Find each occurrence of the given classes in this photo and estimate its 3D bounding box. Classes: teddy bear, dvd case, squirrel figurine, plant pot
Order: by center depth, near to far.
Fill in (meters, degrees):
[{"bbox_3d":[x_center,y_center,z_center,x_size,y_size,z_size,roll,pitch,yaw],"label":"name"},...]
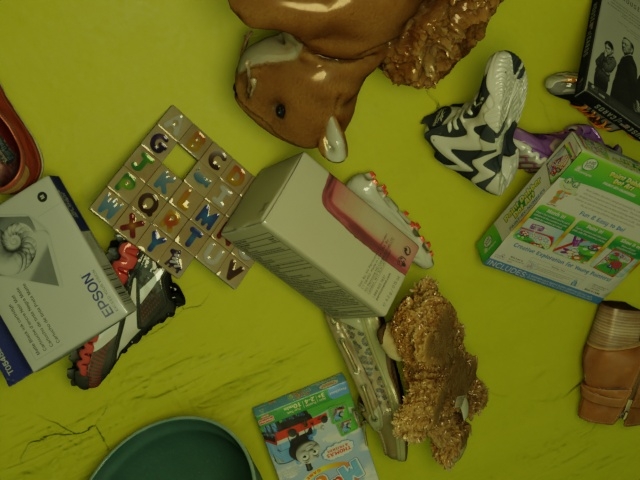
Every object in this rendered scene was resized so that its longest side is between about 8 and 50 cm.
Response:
[{"bbox_3d":[0.066,-0.288,1.018,0.397,0.281,0.370,1,122,-22],"label":"squirrel figurine"},{"bbox_3d":[-0.197,0.442,1.185,0.293,0.293,0.196,-31,137,-4],"label":"plant pot"},{"bbox_3d":[0.477,-0.273,1.197,0.179,0.029,0.239,28,63,-19],"label":"dvd case"},{"bbox_3d":[0.173,0.213,1.229,0.338,0.113,0.245,47,58,-49],"label":"teddy bear"}]

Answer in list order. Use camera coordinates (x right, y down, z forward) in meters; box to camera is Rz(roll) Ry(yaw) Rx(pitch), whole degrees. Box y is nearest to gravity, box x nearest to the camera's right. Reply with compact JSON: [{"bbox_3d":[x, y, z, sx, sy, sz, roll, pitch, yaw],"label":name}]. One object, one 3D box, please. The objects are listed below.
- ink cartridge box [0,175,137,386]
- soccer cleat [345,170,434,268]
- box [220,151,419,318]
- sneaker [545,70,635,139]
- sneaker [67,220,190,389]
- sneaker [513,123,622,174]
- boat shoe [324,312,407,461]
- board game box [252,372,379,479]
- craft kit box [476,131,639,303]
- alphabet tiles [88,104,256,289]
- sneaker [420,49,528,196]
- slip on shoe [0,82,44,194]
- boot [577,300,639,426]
[{"bbox_3d":[-0.401,0.059,1.076,0.224,0.045,0.223,-32,89,8],"label":"ink cartridge box"},{"bbox_3d":[0.103,-0.022,1.227,0.076,0.068,0.196,-37,109,14],"label":"soccer cleat"},{"bbox_3d":[0.000,0.000,1.139,0.232,0.148,0.127,39,67,-21],"label":"box"},{"bbox_3d":[0.450,-0.215,1.244,0.215,0.084,0.083,11,107,-17],"label":"sneaker"},{"bbox_3d":[-0.275,0.104,1.148,0.135,0.097,0.276,22,97,-16],"label":"sneaker"},{"bbox_3d":[0.388,-0.144,1.248,0.236,0.095,0.105,19,93,-22],"label":"sneaker"},{"bbox_3d":[0.082,0.227,1.272,0.089,0.104,0.285,-13,99,7],"label":"boat shoe"},{"bbox_3d":[-0.004,0.345,1.309,0.160,0.039,0.211,-21,109,-8],"label":"board game box"},{"bbox_3d":[0.419,-0.025,1.238,0.250,0.061,0.247,19,130,-22],"label":"craft kit box"},{"bbox_3d":[-0.180,-0.046,1.132,0.237,0.009,0.198,41,66,-19],"label":"alphabet tiles"},{"bbox_3d":[0.213,-0.183,1.153,0.094,0.153,0.235,-51,148,-27],"label":"sneaker"},{"bbox_3d":[-0.483,-0.199,1.017,0.123,0.101,0.331,-32,108,-1],"label":"slip on shoe"},{"bbox_3d":[0.596,0.228,1.381,0.283,0.109,0.220,5,102,-12],"label":"boot"}]
